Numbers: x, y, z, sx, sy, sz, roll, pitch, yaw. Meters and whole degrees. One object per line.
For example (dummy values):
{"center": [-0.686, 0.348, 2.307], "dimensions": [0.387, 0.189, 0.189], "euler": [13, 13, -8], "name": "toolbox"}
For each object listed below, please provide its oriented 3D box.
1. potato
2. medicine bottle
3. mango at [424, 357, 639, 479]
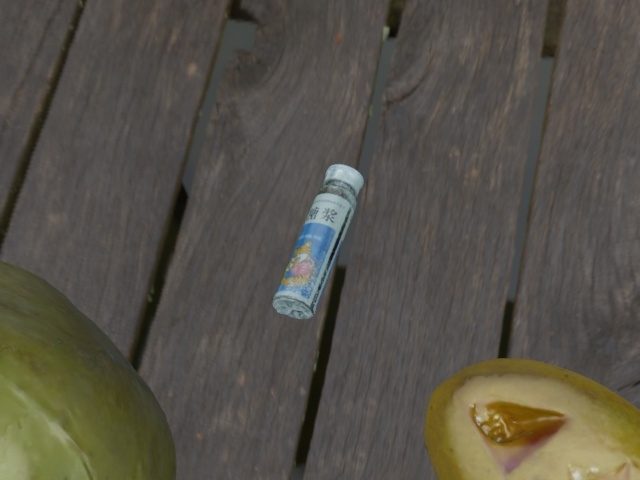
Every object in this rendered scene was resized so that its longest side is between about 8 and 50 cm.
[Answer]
{"center": [-0.141, 0.088, 0.424], "dimensions": [0.143, 0.248, 0.169], "euler": [-38, 91, -13], "name": "potato"}
{"center": [0.000, 0.000, 1.193], "dimensions": [0.051, 0.051, 0.191], "euler": [17, 59, 7], "name": "medicine bottle"}
{"center": [0.268, 0.281, 1.142], "dimensions": [0.365, 0.182, 0.253], "euler": [43, 85, 11], "name": "mango"}
